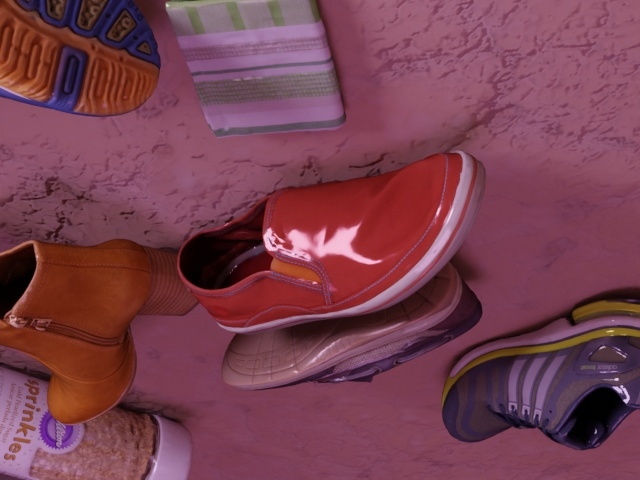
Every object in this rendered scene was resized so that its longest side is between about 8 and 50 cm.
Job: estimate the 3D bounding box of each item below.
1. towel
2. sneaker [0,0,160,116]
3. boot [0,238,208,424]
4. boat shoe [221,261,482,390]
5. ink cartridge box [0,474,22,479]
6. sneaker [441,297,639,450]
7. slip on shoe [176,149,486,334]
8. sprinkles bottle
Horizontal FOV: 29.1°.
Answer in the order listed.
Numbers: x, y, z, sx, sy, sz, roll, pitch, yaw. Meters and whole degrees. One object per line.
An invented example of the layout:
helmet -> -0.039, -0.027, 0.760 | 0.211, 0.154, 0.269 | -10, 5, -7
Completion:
towel -> -0.045, -0.136, 0.936 | 0.113, 0.023, 0.152 | -4, 145, 9
sneaker -> -0.262, -0.157, 0.875 | 0.296, 0.112, 0.131 | 18, 163, -17
boot -> -0.265, 0.087, 1.190 | 0.211, 0.104, 0.295 | 7, 141, -41
boat shoe -> 0.028, 0.098, 1.218 | 0.285, 0.103, 0.092 | -25, 133, 29
ink cartridge box -> -0.459, 0.375, 1.630 | 0.139, 0.191, 0.082 | -22, 140, 36
sneaker -> 0.231, 0.160, 1.266 | 0.111, 0.121, 0.300 | 23, 143, -26
slip on shoe -> 0.000, 0.000, 1.057 | 0.331, 0.123, 0.101 | -20, 137, 41
sprinkles bottle -> -0.328, 0.224, 1.440 | 0.355, 0.121, 0.121 | 23, 143, -26
